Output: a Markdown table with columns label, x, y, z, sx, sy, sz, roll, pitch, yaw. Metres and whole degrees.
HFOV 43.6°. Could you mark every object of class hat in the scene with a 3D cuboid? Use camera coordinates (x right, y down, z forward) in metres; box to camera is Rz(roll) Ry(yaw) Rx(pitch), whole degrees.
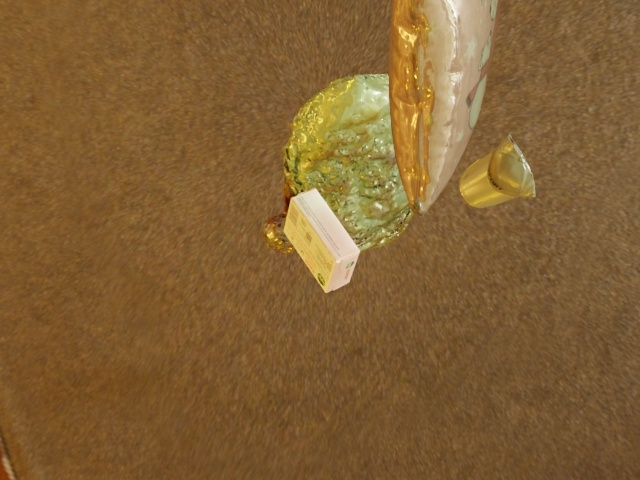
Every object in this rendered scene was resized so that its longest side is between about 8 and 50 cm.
| label | x | y | z | sx | sy | sz | roll | pitch | yaw |
| --- | --- | --- | --- | --- | --- | --- | --- | --- | --- |
| hat | 0.376 | -0.132 | 1.736 | 0.175 | 0.085 | 0.147 | -31 | 82 | 31 |

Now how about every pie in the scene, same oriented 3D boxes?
| label | x | y | z | sx | sy | sz | roll | pitch | yaw |
| --- | --- | --- | --- | --- | --- | --- | --- | --- | --- |
| pie | 0.097 | -0.147 | 1.476 | 0.180 | 0.395 | 0.418 | 50 | 142 | 25 |

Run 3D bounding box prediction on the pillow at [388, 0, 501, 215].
| label | x | y | z | sx | sy | sz | roll | pitch | yaw |
| --- | --- | --- | --- | --- | --- | --- | --- | --- | --- |
| pillow | 0.109 | -0.170 | 0.700 | 0.084 | 0.236 | 0.223 | 11 | 128 | 17 |

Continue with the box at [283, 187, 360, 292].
| label | x | y | z | sx | sy | sz | roll | pitch | yaw |
| --- | --- | --- | --- | --- | --- | --- | --- | --- | --- |
| box | 0.000 | 0.000 | 1.152 | 0.043 | 0.089 | 0.125 | -24 | 65 | -24 |
